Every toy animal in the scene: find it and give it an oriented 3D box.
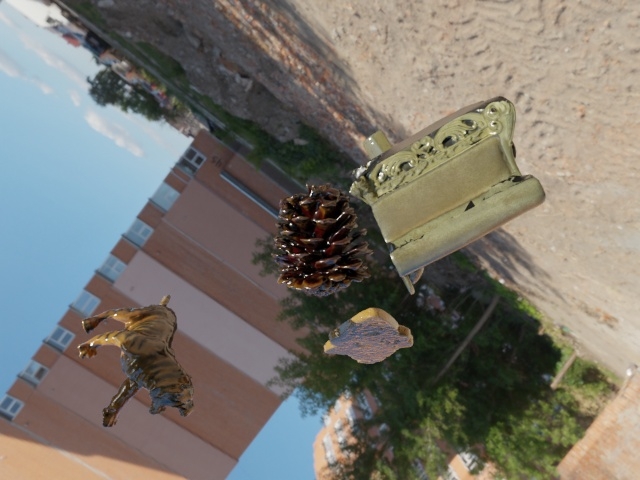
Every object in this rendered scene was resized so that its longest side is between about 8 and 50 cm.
[{"bbox_3d":[-0.224,0.119,0.609,0.255,0.116,0.114,-113,5,-65],"label":"toy animal"}]

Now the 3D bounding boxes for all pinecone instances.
[{"bbox_3d":[0.000,0.000,0.343,0.077,0.077,0.083,-137,37,-66],"label":"pinecone"}]

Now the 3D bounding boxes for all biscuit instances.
[{"bbox_3d":[0.086,0.171,0.820,0.250,0.162,0.035,87,178,-60],"label":"biscuit"}]

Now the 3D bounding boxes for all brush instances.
[{"bbox_3d":[0.177,-0.103,0.968,0.283,0.054,0.048,59,-154,8],"label":"brush"}]

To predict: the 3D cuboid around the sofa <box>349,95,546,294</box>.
[{"bbox_3d":[0.163,-0.054,0.609,0.182,0.199,0.258,58,-170,-7],"label":"sofa"}]
